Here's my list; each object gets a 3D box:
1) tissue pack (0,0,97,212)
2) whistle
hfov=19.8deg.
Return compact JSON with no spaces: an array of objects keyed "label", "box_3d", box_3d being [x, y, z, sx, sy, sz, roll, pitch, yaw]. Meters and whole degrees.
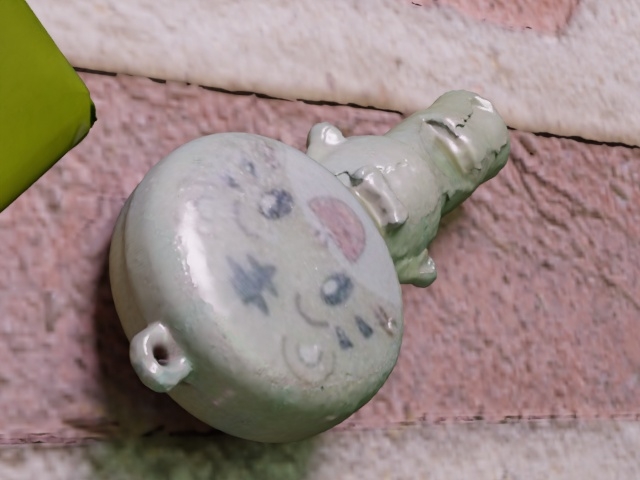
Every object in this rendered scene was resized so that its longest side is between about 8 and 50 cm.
[{"label":"tissue pack","box_3d":[-0.230,-0.020,0.473,0.200,0.167,0.274,55,48,-16]},{"label":"whistle","box_3d":[0.000,0.000,0.758,0.126,0.067,0.258,54,42,0]}]
